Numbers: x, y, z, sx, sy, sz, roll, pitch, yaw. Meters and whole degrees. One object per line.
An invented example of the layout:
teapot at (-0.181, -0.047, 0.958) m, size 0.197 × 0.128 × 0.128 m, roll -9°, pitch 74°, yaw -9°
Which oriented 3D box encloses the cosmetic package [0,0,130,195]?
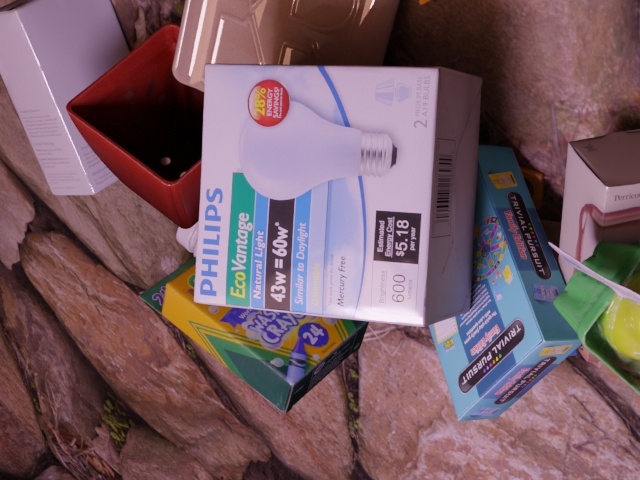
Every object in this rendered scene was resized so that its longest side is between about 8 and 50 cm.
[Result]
cosmetic package at (-0.478, -0.301, 2.318) m, size 0.156 × 0.217 × 0.385 m, roll 0°, pitch 116°, yaw 45°

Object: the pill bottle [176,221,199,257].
pill bottle at (-0.169, 0.027, 2.317) m, size 0.221 × 0.121 × 0.121 m, roll 37°, pitch 139°, yaw 20°

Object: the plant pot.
plant pot at (-0.258, -0.181, 2.157) m, size 0.267 × 0.267 × 0.236 m, roll 36°, pitch 154°, yaw 22°

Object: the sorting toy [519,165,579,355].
sorting toy at (0.318, 0.044, 1.890) m, size 0.196 × 0.047 × 0.348 m, roll 9°, pitch 123°, yaw 42°

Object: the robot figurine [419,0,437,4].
robot figurine at (0.214, -0.440, 1.609) m, size 0.291 × 0.085 × 0.211 m, roll -17°, pitch 105°, yaw 51°

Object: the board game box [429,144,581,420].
board game box at (0.250, 0.065, 1.798) m, size 0.254 × 0.079 × 0.336 m, roll -55°, pitch 43°, yaw 49°

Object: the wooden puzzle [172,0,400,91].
wooden puzzle at (-0.050, -0.347, 1.892) m, size 0.347 × 0.080 × 0.322 m, roll 24°, pitch 117°, yaw 19°

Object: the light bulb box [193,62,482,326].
light bulb box at (0.027, -0.074, 1.727) m, size 0.361 × 0.225 × 0.358 m, roll 4°, pitch 93°, yaw 24°

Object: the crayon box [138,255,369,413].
crayon box at (-0.110, 0.109, 1.932) m, size 0.323 × 0.203 × 0.083 m, roll 35°, pitch 137°, yaw 19°

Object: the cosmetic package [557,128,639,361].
cosmetic package at (0.422, 0.008, 1.643) m, size 0.129 × 0.153 × 0.296 m, roll -113°, pitch 15°, yaw -54°

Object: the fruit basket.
fruit basket at (0.473, 0.133, 1.450) m, size 0.327 × 0.165 × 0.353 m, roll 38°, pitch 173°, yaw -33°
